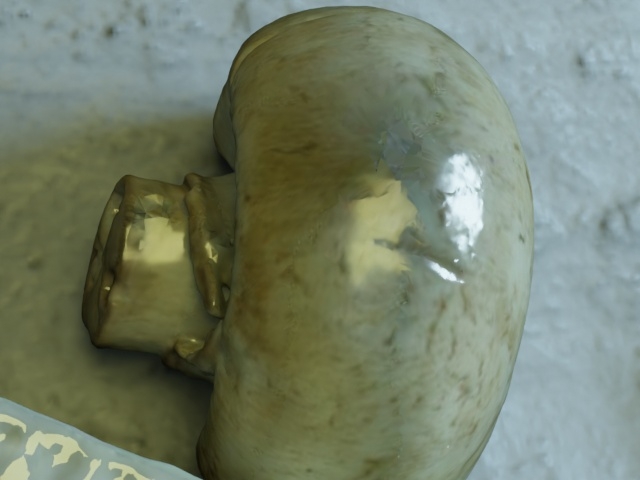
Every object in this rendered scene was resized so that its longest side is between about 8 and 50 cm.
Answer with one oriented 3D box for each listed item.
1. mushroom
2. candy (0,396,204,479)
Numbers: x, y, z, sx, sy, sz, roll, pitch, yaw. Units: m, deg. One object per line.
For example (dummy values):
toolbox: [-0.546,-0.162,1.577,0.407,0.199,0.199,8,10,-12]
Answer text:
mushroom: [0.000,0.000,0.901,0.195,0.189,0.254,8,59,-11]
candy: [-0.075,0.209,0.820,0.358,0.145,0.208,21,64,-5]
